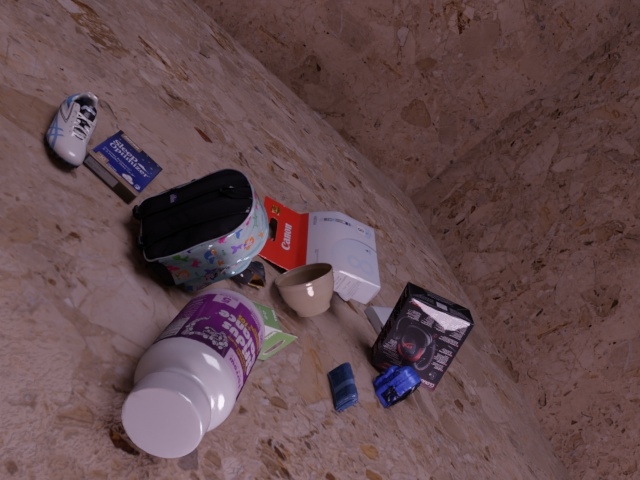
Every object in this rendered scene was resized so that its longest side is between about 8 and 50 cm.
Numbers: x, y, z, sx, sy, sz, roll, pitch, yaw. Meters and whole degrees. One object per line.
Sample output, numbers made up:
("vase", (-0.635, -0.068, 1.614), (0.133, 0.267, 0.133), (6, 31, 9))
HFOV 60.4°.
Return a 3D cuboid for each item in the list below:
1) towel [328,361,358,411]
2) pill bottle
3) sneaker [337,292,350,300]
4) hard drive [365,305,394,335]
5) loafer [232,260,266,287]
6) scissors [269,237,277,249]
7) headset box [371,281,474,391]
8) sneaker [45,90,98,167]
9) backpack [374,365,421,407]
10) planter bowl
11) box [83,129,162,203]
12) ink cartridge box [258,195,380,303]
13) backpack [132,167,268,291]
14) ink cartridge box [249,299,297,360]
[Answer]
("towel", (0.058, 0.368, 1.390), (0.029, 0.067, 0.120), (41, 22, -32))
("pill bottle", (-0.205, 0.212, 0.923), (0.169, 0.169, 0.301), (48, 19, -9))
("sneaker", (0.138, 0.105, 1.927), (0.094, 0.151, 0.256), (45, 18, -11))
("hard drive", (0.287, 0.335, 2.015), (0.307, 0.040, 0.203), (15, 40, -59))
("loafer", (-0.188, 0.081, 1.372), (0.170, 0.062, 0.061), (16, 44, -57))
("scissors", (-0.080, 0.027, 1.770), (0.109, 0.021, 0.297), (52, 20, 9))
("headset box", (0.302, 0.309, 1.700), (0.217, 0.294, 0.110), (24, 20, -2))
("sneaker", (-0.520, -0.243, 1.170), (0.085, 0.086, 0.237), (37, 25, -39))
("backpack", (0.225, 0.415, 1.602), (0.101, 0.120, 0.098), (56, 20, 13))
("planter bowl", (-0.033, 0.141, 1.502), (0.162, 0.161, 0.109), (-58, 135, -70))
("box", (-0.453, -0.183, 1.291), (0.136, 0.036, 0.225), (45, 19, -17))
("ink cartridge box", (0.000, 0.000, 1.710), (0.384, 0.091, 0.308), (27, 33, -18))
("backpack", (-0.237, -0.028, 1.169), (0.191, 0.253, 0.225), (60, 6, -47))
("ink cartridge box", (-0.158, 0.187, 1.168), (0.209, 0.109, 0.062), (29, 29, -47))
